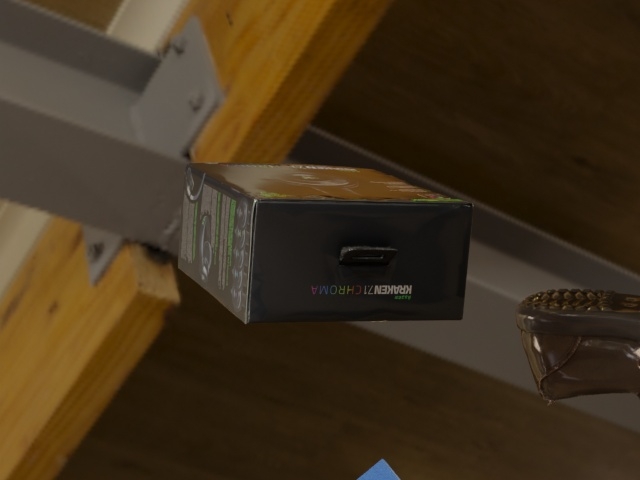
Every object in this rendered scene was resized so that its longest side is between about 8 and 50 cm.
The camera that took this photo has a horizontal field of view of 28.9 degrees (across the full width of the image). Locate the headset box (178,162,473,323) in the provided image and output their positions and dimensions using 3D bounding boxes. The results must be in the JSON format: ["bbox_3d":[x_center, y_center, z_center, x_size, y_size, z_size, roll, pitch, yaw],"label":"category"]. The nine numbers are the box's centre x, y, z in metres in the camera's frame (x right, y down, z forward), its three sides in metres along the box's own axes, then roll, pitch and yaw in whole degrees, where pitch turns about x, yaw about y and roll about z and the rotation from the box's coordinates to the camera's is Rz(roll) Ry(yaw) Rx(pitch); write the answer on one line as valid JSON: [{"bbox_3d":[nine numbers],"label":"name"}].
[{"bbox_3d":[0.000,0.000,1.355,0.246,0.283,0.131,1,-79,-20],"label":"headset box"}]

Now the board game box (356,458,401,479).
[{"bbox_3d":[0.044,0.283,0.886,0.160,0.047,0.210,-38,-65,-4],"label":"board game box"}]

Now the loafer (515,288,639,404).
[{"bbox_3d":[0.388,0.129,1.300,0.366,0.134,0.130,5,-77,26],"label":"loafer"}]
